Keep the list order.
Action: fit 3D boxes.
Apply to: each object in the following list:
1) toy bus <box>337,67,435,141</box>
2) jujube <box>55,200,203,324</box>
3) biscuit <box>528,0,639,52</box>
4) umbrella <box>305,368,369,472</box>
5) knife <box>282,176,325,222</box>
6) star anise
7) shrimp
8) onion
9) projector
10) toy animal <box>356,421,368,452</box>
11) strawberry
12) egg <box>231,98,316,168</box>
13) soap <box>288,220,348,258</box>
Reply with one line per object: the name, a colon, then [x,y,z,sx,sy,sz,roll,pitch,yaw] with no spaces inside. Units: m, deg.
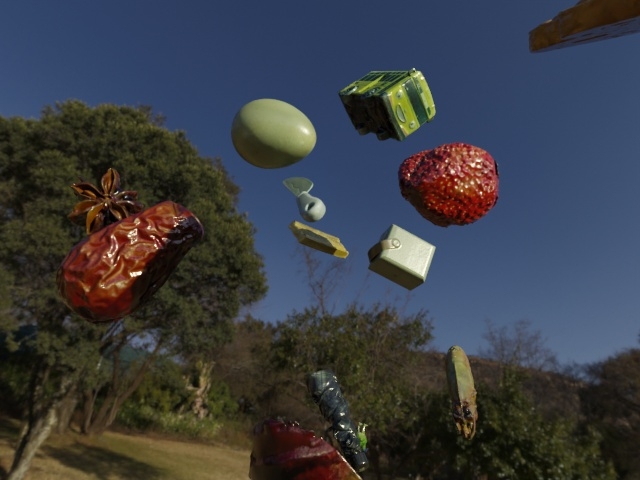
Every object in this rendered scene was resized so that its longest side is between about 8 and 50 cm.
toy bus: [0.108,-0.231,0.706,0.101,0.175,0.088,-34,-62,-6]
jujube: [-0.442,0.039,1.004,0.216,0.342,0.216,44,-20,20]
biscuit: [0.514,-0.361,0.645,0.351,0.057,0.312,-3,15,27]
umbrella: [0.039,0.384,0.901,0.080,0.224,0.071,1,-55,-30]
knife: [-0.053,-0.146,1.269,0.080,0.331,0.044,-39,-58,5]
star anise: [-0.617,-0.098,1.232,0.190,0.220,0.126,-6,-29,-2]
shrimp: [0.327,0.351,0.964,0.061,0.267,0.145,-15,-74,16]
onion: [-0.056,0.493,0.809,0.280,0.146,0.314,44,-44,4]
projector: [0.315,0.064,1.694,0.242,0.177,0.163,26,-29,-3]
toy animal: [0.128,0.647,1.439,0.041,0.075,0.217,0,-50,30]
strawberry: [0.348,-0.146,1.175,0.250,0.239,0.288,-13,7,45]
egg: [-0.145,-0.334,1.341,0.295,0.218,0.218,13,-24,25]
soap: [-0.001,0.001,1.496,0.252,0.092,0.037,22,-64,-47]
